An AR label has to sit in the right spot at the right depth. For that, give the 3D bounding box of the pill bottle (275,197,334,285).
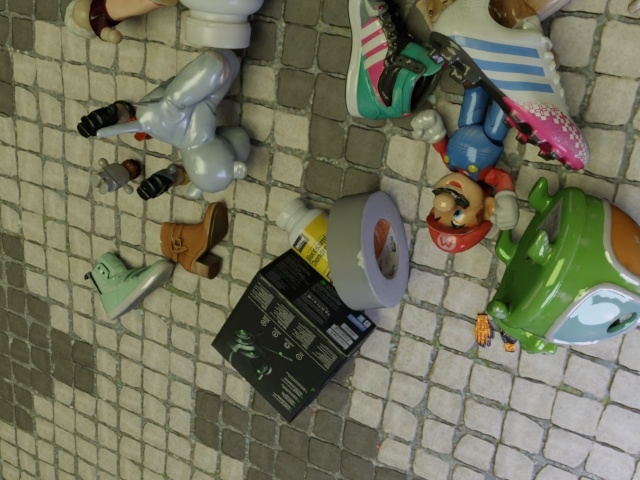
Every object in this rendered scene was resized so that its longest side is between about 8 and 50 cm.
[{"bbox_3d":[0.000,0.000,1.405,0.184,0.103,0.103,41,121,9],"label":"pill bottle"}]

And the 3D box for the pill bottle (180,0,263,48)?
[{"bbox_3d":[-0.182,-0.517,1.280,0.169,0.169,0.301,17,114,22],"label":"pill bottle"}]

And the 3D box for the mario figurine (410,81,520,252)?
[{"bbox_3d":[0.247,-0.129,1.180,0.170,0.198,0.320,6,108,-13],"label":"mario figurine"}]

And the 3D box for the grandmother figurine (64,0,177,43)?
[{"bbox_3d":[-0.414,-0.496,1.422,0.342,0.208,0.104,-6,144,41],"label":"grandmother figurine"}]

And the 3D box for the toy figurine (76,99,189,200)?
[{"bbox_3d":[-0.405,-0.202,1.532,0.213,0.148,0.209,5,115,24],"label":"toy figurine"}]

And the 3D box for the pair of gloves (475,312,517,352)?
[{"bbox_3d":[0.340,0.179,1.343,0.083,0.010,0.074,5,109,26],"label":"pair of gloves"}]

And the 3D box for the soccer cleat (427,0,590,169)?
[{"bbox_3d":[0.311,-0.239,1.024,0.331,0.116,0.143,37,97,-20],"label":"soccer cleat"}]

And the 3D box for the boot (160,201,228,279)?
[{"bbox_3d":[-0.295,-0.018,1.576,0.152,0.073,0.197,24,115,23],"label":"boot"}]

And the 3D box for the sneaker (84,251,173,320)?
[{"bbox_3d":[-0.475,0.079,1.691,0.256,0.094,0.151,-35,86,31],"label":"sneaker"}]

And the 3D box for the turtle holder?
[{"bbox_3d":[0.404,0.079,1.143,0.227,0.243,0.320,22,108,1],"label":"turtle holder"}]

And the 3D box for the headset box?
[{"bbox_3d":[-0.066,0.207,1.453,0.246,0.131,0.283,42,128,11],"label":"headset box"}]

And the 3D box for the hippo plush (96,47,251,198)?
[{"bbox_3d":[-0.220,-0.222,1.362,0.234,0.294,0.236,-27,110,28],"label":"hippo plush"}]

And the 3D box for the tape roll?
[{"bbox_3d":[0.092,0.019,1.296,0.072,0.219,0.219,-7,104,28],"label":"tape roll"}]

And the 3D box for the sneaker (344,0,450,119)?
[{"bbox_3d":[0.140,-0.342,1.195,0.178,0.124,0.295,17,123,27],"label":"sneaker"}]

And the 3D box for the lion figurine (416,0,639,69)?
[{"bbox_3d":[0.356,-0.404,1.063,0.392,0.142,0.240,-35,91,27],"label":"lion figurine"}]
